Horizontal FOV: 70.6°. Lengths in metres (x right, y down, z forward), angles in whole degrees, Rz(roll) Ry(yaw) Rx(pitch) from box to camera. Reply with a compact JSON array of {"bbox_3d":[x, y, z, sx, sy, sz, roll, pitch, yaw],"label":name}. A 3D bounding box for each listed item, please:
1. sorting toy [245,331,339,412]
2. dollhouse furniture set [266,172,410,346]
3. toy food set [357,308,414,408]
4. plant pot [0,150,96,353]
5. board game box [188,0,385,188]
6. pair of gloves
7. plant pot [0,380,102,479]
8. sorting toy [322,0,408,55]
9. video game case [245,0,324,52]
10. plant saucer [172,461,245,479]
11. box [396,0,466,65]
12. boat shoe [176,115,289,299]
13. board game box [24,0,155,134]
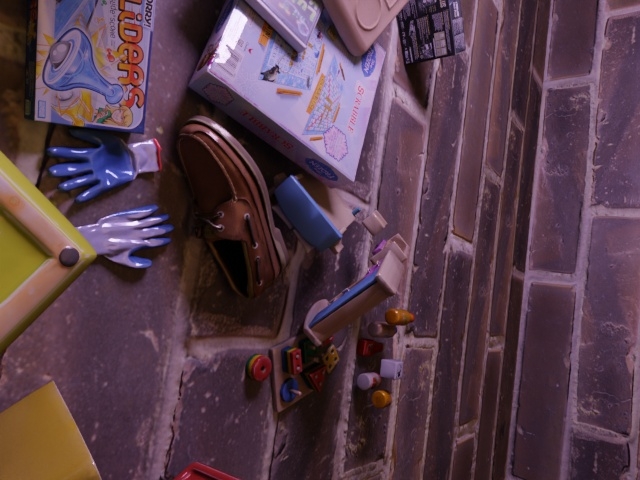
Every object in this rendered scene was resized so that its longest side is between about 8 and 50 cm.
[{"bbox_3d":[-0.032,0.260,0.918,0.274,0.046,0.132,-13,103,-51],"label":"sorting toy"},{"bbox_3d":[0.000,0.000,0.927,0.303,0.198,0.286,51,24,-3],"label":"dollhouse furniture set"},{"bbox_3d":[0.162,0.283,1.110,0.104,0.111,0.232,15,78,-51],"label":"toy food set"},{"bbox_3d":[-0.352,0.010,0.370,0.227,0.207,0.228,-56,133,-33],"label":"plant pot"},{"bbox_3d":[-0.032,-0.307,0.796,0.318,0.065,0.319,32,63,-35],"label":"board game box"},{"bbox_3d":[-0.274,-0.052,0.610,0.159,0.023,0.198,-20,107,-49],"label":"pair of gloves"},{"bbox_3d":[-0.315,0.309,0.454,0.187,0.212,0.212,-22,111,-35],"label":"plant pot"},{"bbox_3d":[0.082,-0.468,0.791,0.208,0.038,0.193,-49,134,-8],"label":"sorting toy"},{"bbox_3d":[-0.070,-0.426,0.718,0.190,0.022,0.173,35,61,-33],"label":"video game case"},{"bbox_3d":[-0.179,0.396,0.579,0.258,0.259,0.048,-31,107,-46],"label":"plant saucer"},{"bbox_3d":[0.284,-0.566,1.173,0.077,0.147,0.180,-38,121,-43],"label":"box"},{"bbox_3d":[-0.141,-0.037,0.706,0.104,0.110,0.307,-52,130,-37],"label":"boat shoe"},{"bbox_3d":[-0.276,-0.239,0.549,0.136,0.035,0.201,-7,111,-51],"label":"board game box"}]
